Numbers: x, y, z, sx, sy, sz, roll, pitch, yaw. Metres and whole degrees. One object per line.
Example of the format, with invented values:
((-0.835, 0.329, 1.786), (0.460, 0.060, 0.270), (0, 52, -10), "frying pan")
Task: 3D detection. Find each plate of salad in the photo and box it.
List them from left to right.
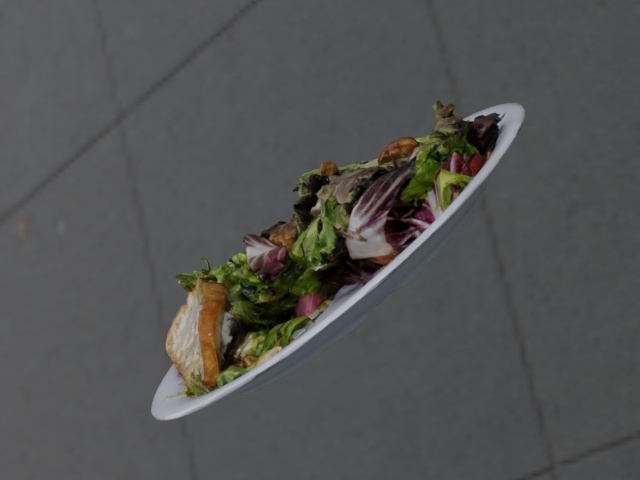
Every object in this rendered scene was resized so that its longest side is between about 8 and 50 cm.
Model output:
((0.000, 0.000, 0.760), (0.048, 0.200, 0.200), (50, 142, -9), "plate of salad")
